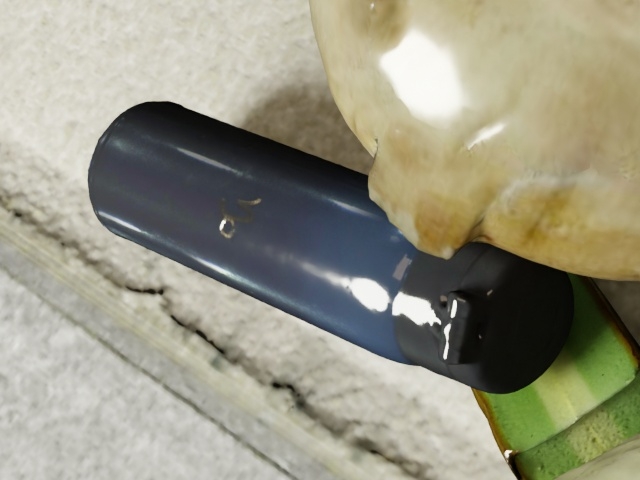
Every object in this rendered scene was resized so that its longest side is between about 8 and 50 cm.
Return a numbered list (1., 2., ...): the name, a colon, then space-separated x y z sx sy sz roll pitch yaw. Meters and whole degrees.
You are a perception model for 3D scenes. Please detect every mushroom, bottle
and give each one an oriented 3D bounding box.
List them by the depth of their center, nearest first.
1. mushroom: 0.112 -0.100 0.602 0.254 0.184 0.255 0 91 4
2. bottle: 0.000 0.000 0.704 0.244 0.082 0.072 23 107 40

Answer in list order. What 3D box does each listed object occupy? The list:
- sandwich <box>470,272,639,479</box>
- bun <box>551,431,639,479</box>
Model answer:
1. sandwich: 0.111 0.068 0.689 0.074 0.074 0.116 -34 29 8
2. bun: 0.147 0.187 0.546 0.259 0.160 0.259 -2 78 8
